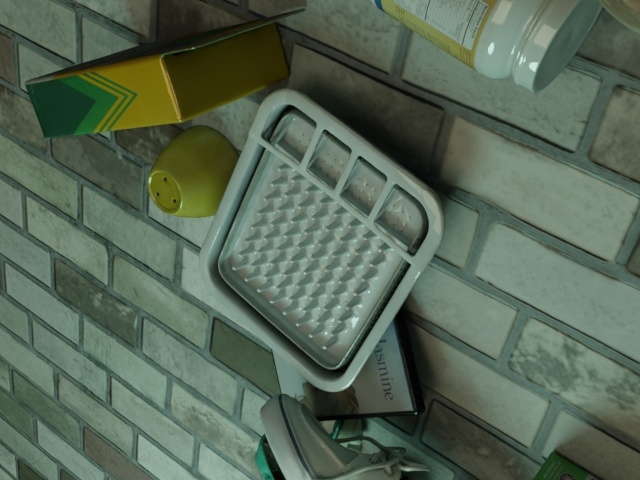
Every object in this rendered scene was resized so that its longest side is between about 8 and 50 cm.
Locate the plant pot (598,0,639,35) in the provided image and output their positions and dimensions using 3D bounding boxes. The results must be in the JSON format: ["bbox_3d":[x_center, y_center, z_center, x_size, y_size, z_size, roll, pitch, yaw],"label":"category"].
[{"bbox_3d":[0.309,-0.250,0.585,0.323,0.280,0.323,20,126,31],"label":"plant pot"}]

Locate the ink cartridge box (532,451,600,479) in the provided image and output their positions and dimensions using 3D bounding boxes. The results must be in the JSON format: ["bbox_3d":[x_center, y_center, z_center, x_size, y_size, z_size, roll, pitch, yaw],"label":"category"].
[{"bbox_3d":[0.327,0.375,0.993,0.219,0.160,0.093,28,128,24],"label":"ink cartridge box"}]

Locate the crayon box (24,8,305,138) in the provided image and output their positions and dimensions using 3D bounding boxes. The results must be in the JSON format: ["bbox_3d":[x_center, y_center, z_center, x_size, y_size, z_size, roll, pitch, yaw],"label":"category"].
[{"bbox_3d":[-0.190,-0.205,1.073,0.322,0.203,0.083,0,113,40],"label":"crayon box"}]

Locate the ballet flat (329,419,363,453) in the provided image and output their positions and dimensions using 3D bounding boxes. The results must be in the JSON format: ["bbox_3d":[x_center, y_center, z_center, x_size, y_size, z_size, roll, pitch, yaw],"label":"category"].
[{"bbox_3d":[0.038,0.295,1.275,0.052,0.057,0.168,16,132,-3],"label":"ballet flat"}]

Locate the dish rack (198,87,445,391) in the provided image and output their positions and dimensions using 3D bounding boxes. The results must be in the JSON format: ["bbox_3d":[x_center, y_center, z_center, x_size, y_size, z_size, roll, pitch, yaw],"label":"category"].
[{"bbox_3d":[0.000,0.000,1.093,0.285,0.072,0.333,39,123,18],"label":"dish rack"}]

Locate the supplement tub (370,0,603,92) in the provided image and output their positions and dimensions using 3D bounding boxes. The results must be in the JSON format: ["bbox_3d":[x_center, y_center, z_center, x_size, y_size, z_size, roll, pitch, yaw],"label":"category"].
[{"bbox_3d":[0.155,-0.244,0.809,0.199,0.144,0.144,37,132,18],"label":"supplement tub"}]

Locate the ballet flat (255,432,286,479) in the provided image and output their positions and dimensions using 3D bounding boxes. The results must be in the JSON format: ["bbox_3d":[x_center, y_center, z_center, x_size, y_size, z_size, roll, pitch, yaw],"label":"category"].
[{"bbox_3d":[-0.038,0.368,1.294,0.247,0.083,0.087,-136,46,-55],"label":"ballet flat"}]

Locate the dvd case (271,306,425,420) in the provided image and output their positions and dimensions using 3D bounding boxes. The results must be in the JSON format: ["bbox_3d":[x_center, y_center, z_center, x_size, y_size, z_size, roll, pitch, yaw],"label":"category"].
[{"bbox_3d":[0.025,0.160,1.188,0.253,0.022,0.180,-15,86,43],"label":"dvd case"}]

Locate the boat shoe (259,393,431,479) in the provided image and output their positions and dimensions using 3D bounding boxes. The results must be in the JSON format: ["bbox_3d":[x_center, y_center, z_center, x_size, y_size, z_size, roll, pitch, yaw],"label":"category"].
[{"bbox_3d":[0.076,0.330,1.119,0.156,0.136,0.367,-39,75,8],"label":"boat shoe"}]

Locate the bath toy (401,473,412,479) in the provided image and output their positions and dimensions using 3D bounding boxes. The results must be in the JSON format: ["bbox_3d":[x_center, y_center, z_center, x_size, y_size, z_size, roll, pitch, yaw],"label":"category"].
[{"bbox_3d":[0.096,0.510,1.280,0.151,0.129,0.348,15,121,34],"label":"bath toy"}]

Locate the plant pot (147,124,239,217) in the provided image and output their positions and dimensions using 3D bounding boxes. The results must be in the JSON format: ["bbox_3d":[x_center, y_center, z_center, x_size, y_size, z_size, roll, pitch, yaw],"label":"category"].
[{"bbox_3d":[-0.189,-0.086,1.213,0.134,0.095,0.134,19,123,31],"label":"plant pot"}]
